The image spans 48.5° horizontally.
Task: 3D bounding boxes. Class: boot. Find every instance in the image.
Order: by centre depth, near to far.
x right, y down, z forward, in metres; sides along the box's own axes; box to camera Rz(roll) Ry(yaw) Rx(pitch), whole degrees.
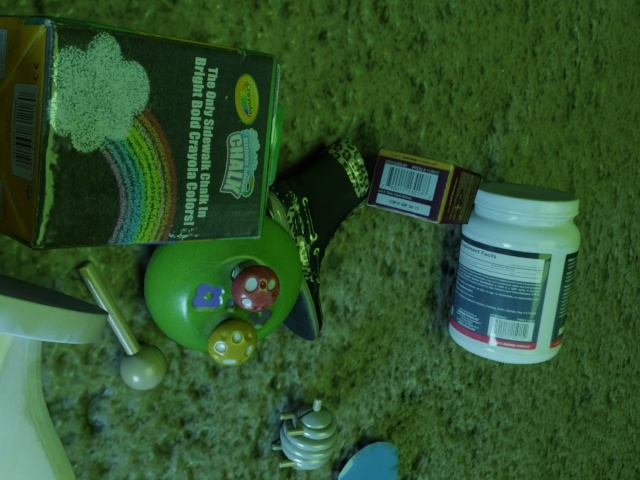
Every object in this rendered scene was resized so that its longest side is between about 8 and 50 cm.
[{"bbox_3d":[0.001,0.000,0.935,0.178,0.085,0.236,-40,130,-32],"label":"boot"}]

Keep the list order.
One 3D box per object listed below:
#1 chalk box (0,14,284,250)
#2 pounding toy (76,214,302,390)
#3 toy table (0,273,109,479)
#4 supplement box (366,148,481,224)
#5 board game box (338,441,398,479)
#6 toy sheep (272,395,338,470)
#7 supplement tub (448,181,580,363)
[{"bbox_3d":[-0.161,-0.100,0.675,0.289,0.179,0.180,-3,105,-45],"label":"chalk box"},{"bbox_3d":[-0.117,0.076,0.771,0.237,0.110,0.183,-21,122,-12],"label":"pounding toy"},{"bbox_3d":[-0.297,0.105,0.578,0.274,0.252,0.161,33,74,-67],"label":"toy table"},{"bbox_3d":[0.151,-0.073,1.000,0.188,0.104,0.081,-2,107,-66],"label":"supplement box"},{"bbox_3d":[0.069,0.410,1.178,0.133,0.033,0.169,-8,104,-38],"label":"board game box"},{"bbox_3d":[-0.017,0.276,1.008,0.091,0.091,0.132,-15,132,-41],"label":"toy sheep"},{"bbox_3d":[0.325,0.051,1.192,0.191,0.191,0.272,-8,110,-43],"label":"supplement tub"}]
